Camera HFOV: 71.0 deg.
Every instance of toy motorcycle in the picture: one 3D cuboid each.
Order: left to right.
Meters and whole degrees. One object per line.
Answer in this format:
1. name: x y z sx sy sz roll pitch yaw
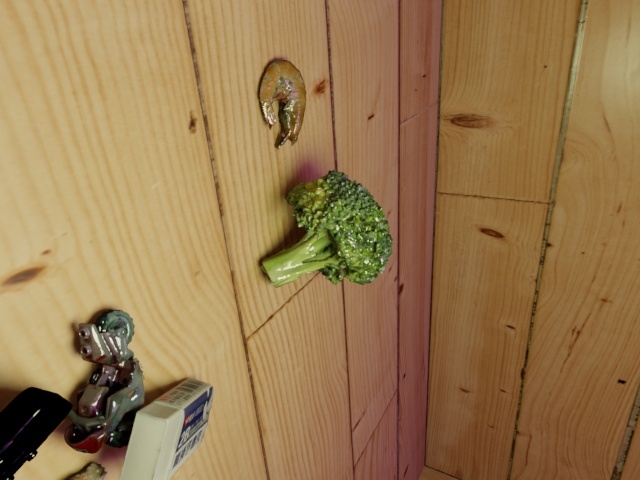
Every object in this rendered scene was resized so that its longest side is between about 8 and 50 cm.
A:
1. toy motorcycle: -0.321 0.213 0.657 0.122 0.082 0.213 -18 106 -70

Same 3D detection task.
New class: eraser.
1. eraser: -0.250 0.319 0.751 0.210 0.068 0.124 46 59 -84

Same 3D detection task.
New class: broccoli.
1. broccoli: 0.009 -0.021 1.062 0.375 0.302 0.249 98 -13 -74

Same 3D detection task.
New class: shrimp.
1. shrimp: -0.086 -0.292 0.968 0.132 0.051 0.187 -9 102 -41

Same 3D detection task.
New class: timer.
1. timer: -0.383 0.255 0.512 0.187 0.055 0.144 -52 180 -27

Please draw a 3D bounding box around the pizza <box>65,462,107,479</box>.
1. pizza: -0.383 0.401 0.632 0.195 0.052 0.185 -43 138 -49
